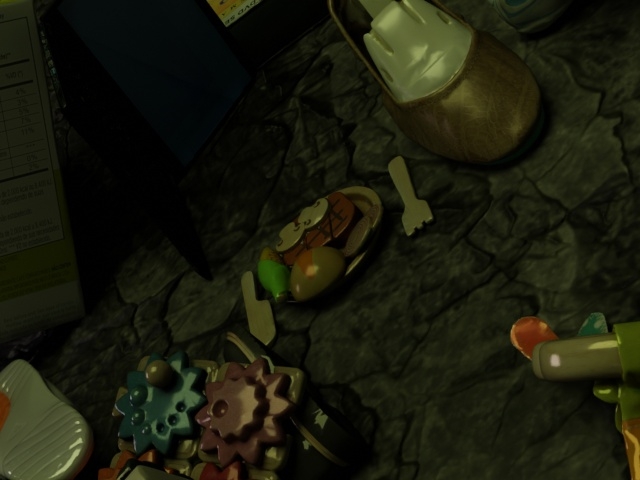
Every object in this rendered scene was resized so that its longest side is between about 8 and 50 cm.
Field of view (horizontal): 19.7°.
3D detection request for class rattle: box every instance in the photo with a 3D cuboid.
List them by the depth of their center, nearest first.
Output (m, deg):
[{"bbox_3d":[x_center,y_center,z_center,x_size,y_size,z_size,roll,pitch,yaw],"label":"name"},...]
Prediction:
[{"bbox_3d":[0.196,0.113,1.204,0.130,0.142,0.200,-24,3,-28],"label":"rattle"}]

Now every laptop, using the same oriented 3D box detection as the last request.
[{"bbox_3d":[-0.142,-0.140,1.714,0.136,0.234,0.264,-34,35,6],"label":"laptop"}]

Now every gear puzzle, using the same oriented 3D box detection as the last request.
[{"bbox_3d":[-0.126,0.241,1.349,0.175,0.044,0.339,3,70,34],"label":"gear puzzle"}]

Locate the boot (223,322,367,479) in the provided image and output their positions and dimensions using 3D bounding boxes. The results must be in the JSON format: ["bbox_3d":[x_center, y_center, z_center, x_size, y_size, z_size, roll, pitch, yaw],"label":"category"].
[{"bbox_3d":[-0.061,0.156,1.429,0.137,0.077,0.198,-50,29,2],"label":"boot"}]

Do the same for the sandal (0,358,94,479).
[{"bbox_3d":[-0.246,0.182,1.607,0.102,0.076,0.265,-48,26,-10],"label":"sandal"}]

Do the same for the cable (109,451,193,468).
[{"bbox_3d":[-0.199,0.231,1.496,0.287,0.072,0.139,-27,44,27],"label":"cable"}]

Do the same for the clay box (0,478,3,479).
[{"bbox_3d":[-0.296,0.311,1.488,0.127,0.053,0.222,30,97,51],"label":"clay box"}]

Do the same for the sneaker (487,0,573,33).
[{"bbox_3d":[0.231,-0.282,1.574,0.237,0.086,0.085,-47,29,-4],"label":"sneaker"}]

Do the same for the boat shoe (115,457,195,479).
[{"bbox_3d":[-0.060,0.298,1.194,0.158,0.127,0.340,-57,43,8],"label":"boat shoe"}]

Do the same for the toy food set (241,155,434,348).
[{"bbox_3d":[0.000,0.000,1.565,0.192,0.038,0.132,-38,31,13],"label":"toy food set"}]

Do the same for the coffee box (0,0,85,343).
[{"bbox_3d":[-0.465,-0.075,1.802,0.338,0.334,0.338,-17,22,-24],"label":"coffee box"}]

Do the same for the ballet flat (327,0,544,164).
[{"bbox_3d":[0.078,-0.174,1.593,0.116,0.124,0.342,-42,31,7],"label":"ballet flat"}]

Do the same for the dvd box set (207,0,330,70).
[{"bbox_3d":[-0.112,-0.306,2.040,0.308,0.062,0.420,-35,32,19],"label":"dvd box set"}]
